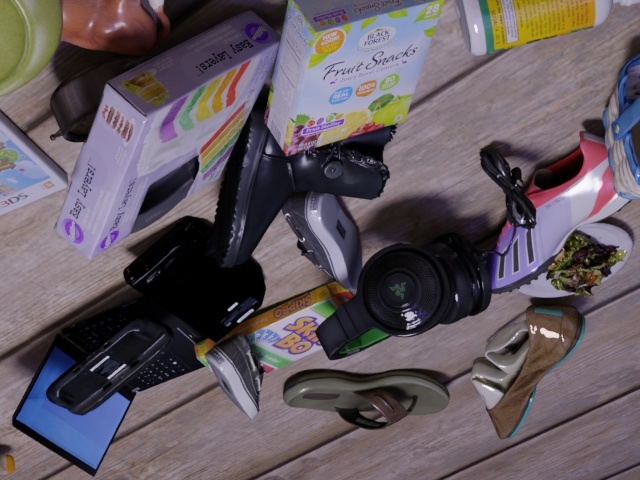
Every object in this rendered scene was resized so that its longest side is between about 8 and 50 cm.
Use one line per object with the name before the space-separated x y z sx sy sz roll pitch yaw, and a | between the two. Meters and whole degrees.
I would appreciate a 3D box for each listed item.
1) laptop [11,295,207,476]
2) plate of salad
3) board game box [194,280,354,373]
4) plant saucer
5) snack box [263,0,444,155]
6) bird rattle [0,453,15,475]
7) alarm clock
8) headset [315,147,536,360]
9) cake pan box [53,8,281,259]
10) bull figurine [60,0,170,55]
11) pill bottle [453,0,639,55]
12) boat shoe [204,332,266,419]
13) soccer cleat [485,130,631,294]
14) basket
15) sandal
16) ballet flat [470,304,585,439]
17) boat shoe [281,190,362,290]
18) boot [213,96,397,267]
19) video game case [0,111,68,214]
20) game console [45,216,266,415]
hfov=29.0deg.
laptop | -0.309 0.229 1.932 0.264 0.136 0.234 -22 143 14
plate of salad | 0.396 0.040 1.946 0.200 0.048 0.200 -8 143 -6
board game box | -0.059 0.151 1.971 0.259 0.039 0.124 -27 142 9
plant saucer | -0.379 -0.218 1.230 0.241 0.037 0.241 -4 137 -4
snack box | 0.035 -0.208 1.450 0.174 0.070 0.207 -19 148 -24
bird rattle | -0.640 0.406 2.098 0.253 0.143 0.207 -29 157 27
alarm clock | -0.239 -0.173 1.426 0.129 0.064 0.192 -19 174 -35
headset | 0.147 0.038 1.786 0.394 0.185 0.243 -35 166 34
cake pan box | -0.178 -0.120 1.434 0.246 0.070 0.267 -34 163 -44
bull figurine | -0.299 -0.274 1.279 0.310 0.101 0.188 6 144 -22
pill bottle | 0.259 -0.289 1.401 0.208 0.117 0.117 -14 144 3
boat shoe | -0.118 0.214 1.934 0.070 0.078 0.219 -41 154 -14
soccer cleat | 0.321 -0.040 1.787 0.116 0.108 0.318 31 130 -19
basket | 0.485 -0.155 1.551 0.255 0.201 0.289 -4 172 -11
sandal | 0.081 0.291 2.164 0.303 0.086 0.120 2 142 -18
ballet flat | 0.335 0.220 2.135 0.124 0.116 0.342 18 139 -5
boat shoe | 0.000 0.000 1.766 0.076 0.080 0.228 2 153 21
boot | -0.020 -0.066 1.607 0.207 0.094 0.246 6 117 -20
video game case | -0.456 -0.094 1.549 0.193 0.023 0.212 -22 143 14
game console | -0.257 0.128 1.809 0.361 0.044 0.213 -40 138 8
